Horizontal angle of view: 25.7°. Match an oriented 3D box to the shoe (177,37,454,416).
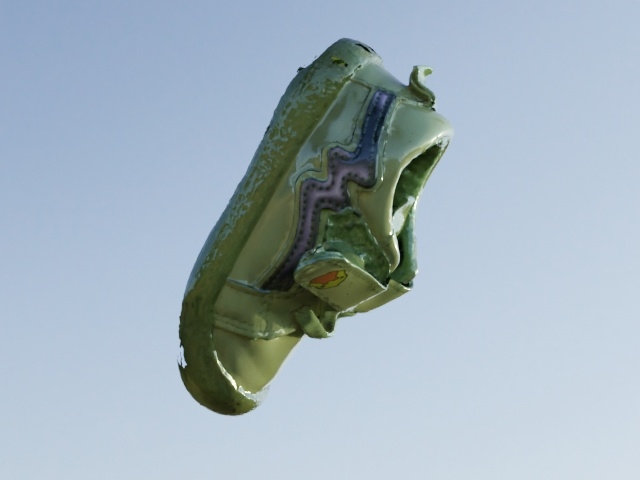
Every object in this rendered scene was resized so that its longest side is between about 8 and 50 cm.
[{"bbox_3d":[-0.007,-0.003,0.903,0.128,0.262,0.140,22,0,30],"label":"shoe"}]
